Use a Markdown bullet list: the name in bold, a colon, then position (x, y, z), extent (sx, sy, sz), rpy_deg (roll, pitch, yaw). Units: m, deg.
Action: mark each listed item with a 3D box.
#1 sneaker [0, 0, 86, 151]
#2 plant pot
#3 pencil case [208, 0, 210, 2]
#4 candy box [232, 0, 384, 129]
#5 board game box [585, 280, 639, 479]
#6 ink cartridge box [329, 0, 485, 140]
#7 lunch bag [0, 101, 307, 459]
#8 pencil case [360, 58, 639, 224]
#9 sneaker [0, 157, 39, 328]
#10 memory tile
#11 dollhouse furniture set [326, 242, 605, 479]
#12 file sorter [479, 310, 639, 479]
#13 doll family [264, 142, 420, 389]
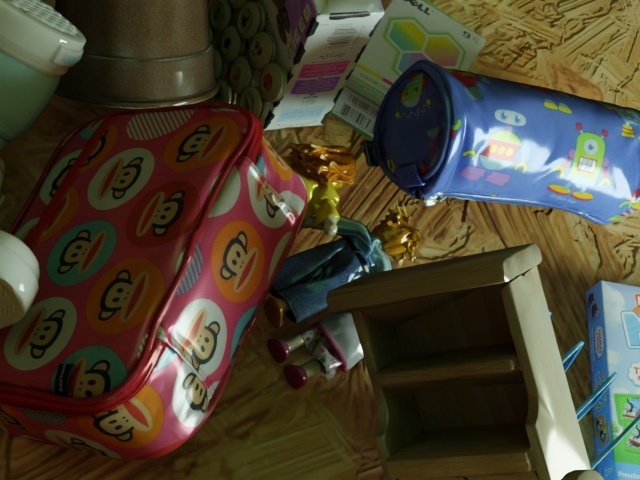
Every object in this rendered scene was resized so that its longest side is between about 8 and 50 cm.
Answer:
- **sneaker**: position (-0.378, -0.196, 0.915), extent (0.366, 0.135, 0.150), rpy_deg (33, 100, 1)
- **plant pot**: position (-0.172, -0.223, 1.055), extent (0.167, 0.165, 0.167), rpy_deg (4, 24, -2)
- **pencil case**: position (-0.205, -0.320, 1.176), extent (0.236, 0.104, 0.104), rpy_deg (39, 59, 5)
- **candy box**: position (-0.022, -0.227, 1.126), extent (0.070, 0.196, 0.164), rpy_deg (-9, 67, -22)
- **board game box**: position (0.346, 0.152, 1.137), extent (0.160, 0.039, 0.211), rpy_deg (10, 60, -12)
- **ink cartridge box**: position (0.102, -0.193, 1.225), extent (0.109, 0.062, 0.209), rpy_deg (32, 59, 1)
- **lunch bag**: position (-0.171, 0.025, 0.944), extent (0.258, 0.120, 0.293), rpy_deg (2, 54, 35)
- **pencil case**: position (0.197, -0.088, 1.130), extent (0.306, 0.119, 0.133), rpy_deg (6, 91, -32)
- **sneaker**: position (-0.294, -0.021, 0.910), extent (0.169, 0.293, 0.108), rpy_deg (-56, 132, -34)
- **memory tile**: position (-0.083, -0.178, 1.133), extent (0.012, 0.113, 0.148), rpy_deg (1, 60, -39)
- **dollhouse furniture set**: position (0.031, 0.180, 0.815), extent (0.394, 0.362, 0.256), rpy_deg (-22, 97, -52)
- **file sorter**: position (0.218, 0.163, 1.022), extent (0.104, 0.118, 0.170), rpy_deg (-40, 72, -18)
- **doll family**: position (0.000, 0.000, 1.061), extent (0.163, 0.118, 0.263), rpy_deg (-27, 74, -27)
